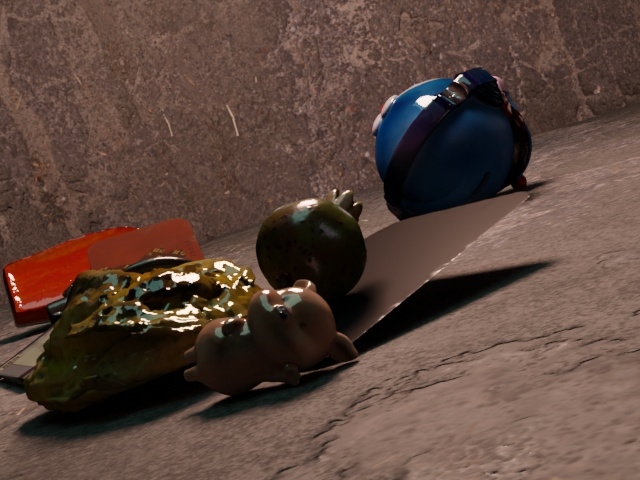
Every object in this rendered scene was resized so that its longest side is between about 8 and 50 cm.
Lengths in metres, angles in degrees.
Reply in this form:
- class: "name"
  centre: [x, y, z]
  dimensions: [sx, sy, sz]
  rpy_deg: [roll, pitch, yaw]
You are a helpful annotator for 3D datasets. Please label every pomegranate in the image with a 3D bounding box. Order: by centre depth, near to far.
- class: "pomegranate"
  centre: [0.000, 0.000, 1.232]
  dimensions: [0.114, 0.114, 0.142]
  rpy_deg: [-13, 28, 41]

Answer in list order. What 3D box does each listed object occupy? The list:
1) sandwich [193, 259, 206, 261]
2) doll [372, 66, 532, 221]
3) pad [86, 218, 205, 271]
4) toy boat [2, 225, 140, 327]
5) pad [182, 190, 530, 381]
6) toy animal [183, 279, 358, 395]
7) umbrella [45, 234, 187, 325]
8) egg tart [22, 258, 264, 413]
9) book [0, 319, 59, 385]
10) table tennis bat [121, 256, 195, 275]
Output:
- class: "sandwich"
  centre: [-0.229, 0.085, 1.711]
  dimensions: [0.159, 0.079, 0.235]
  rpy_deg: [-21, 5, -30]
- class: "doll"
  centre: [0.220, -0.155, 2.027]
  dimensions: [0.310, 0.240, 0.284]
  rpy_deg: [-1, -52, -55]
- class: "pad"
  centre: [-0.274, 0.048, 1.963]
  dimensions: [0.181, 0.004, 0.267]
  rpy_deg: [-17, 34, -10]
- class: "toy boat"
  centre: [-0.424, 0.071, 2.317]
  dimensions: [0.332, 0.145, 0.133]
  rpy_deg: [-17, -23, -10]
- class: "pad"
  centre: [0.031, 0.072, 1.292]
  dimensions: [0.315, 0.063, 0.375]
  rpy_deg: [-12, 17, 48]
- class: "toy animal"
  centre: [-0.050, 0.085, 1.057]
  dimensions: [0.150, 0.083, 0.089]
  rpy_deg: [-18, 2, 4]
- class: "umbrella"
  centre: [-0.320, 0.076, 2.027]
  dimensions: [0.272, 0.110, 0.122]
  rpy_deg: [-20, 39, -20]
- class: "egg tart"
  centre: [-0.176, 0.079, 1.251]
  dimensions: [0.297, 0.132, 0.297]
  rpy_deg: [-18, 5, 2]
- class: "book"
  centre: [-0.351, 0.140, 1.641]
  dimensions: [0.157, 0.026, 0.231]
  rpy_deg: [-40, 13, -21]
- class: "table tennis bat"
  centre: [-0.220, 0.098, 1.408]
  dimensions: [0.236, 0.150, 0.027]
  rpy_deg: [-32, 44, 9]
